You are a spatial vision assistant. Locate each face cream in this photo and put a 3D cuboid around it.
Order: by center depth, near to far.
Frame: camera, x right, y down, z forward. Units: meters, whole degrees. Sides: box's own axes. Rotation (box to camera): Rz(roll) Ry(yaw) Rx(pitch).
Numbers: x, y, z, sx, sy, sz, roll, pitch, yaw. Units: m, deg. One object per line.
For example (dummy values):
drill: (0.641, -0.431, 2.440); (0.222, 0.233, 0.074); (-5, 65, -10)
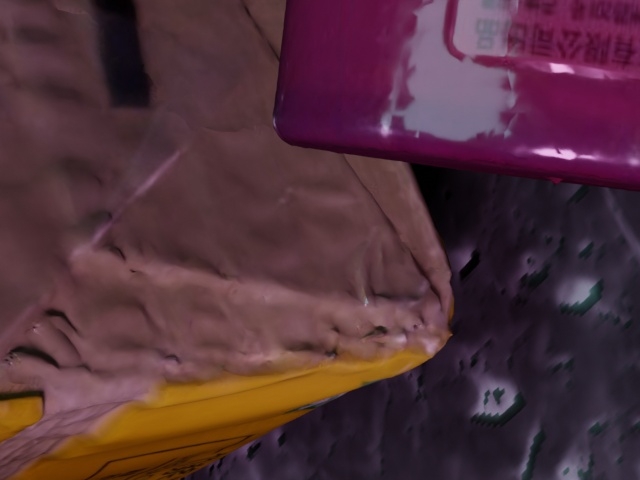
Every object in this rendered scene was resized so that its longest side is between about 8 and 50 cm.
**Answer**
face cream: (0.082, -0.113, 0.491); (0.175, 0.175, 0.195); (11, 93, 51)

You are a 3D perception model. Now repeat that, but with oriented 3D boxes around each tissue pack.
tissue pack: (-0.160, -0.019, 0.695); (0.382, 0.228, 0.293); (-34, 71, 50)
